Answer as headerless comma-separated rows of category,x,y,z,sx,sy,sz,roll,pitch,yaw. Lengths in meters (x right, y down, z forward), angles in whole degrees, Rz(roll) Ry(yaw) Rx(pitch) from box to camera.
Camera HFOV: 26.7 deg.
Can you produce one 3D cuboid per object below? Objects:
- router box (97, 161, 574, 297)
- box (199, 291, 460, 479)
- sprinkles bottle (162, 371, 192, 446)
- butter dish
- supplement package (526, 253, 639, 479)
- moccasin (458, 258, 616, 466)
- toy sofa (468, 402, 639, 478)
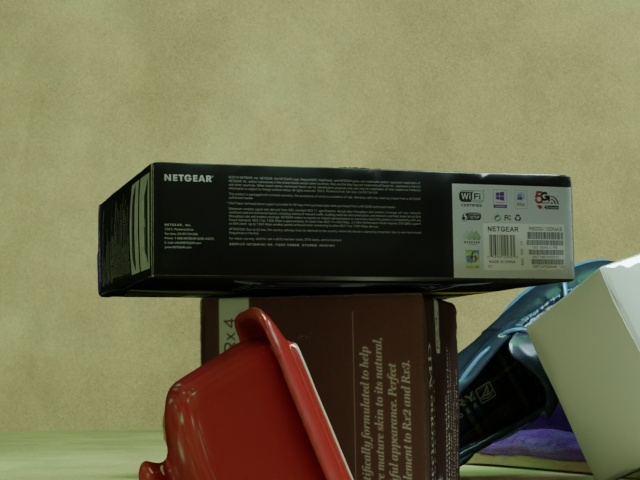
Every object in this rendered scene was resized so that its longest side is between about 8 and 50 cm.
router box,0.000,0.000,1.026,0.309,0.081,0.243,1,-6,-18
box,0.014,0.128,1.045,0.167,0.168,0.203,-2,-5,12
sprinkles bottle,-0.042,0.208,1.579,0.121,0.121,0.355,-3,-6,26
butter dish,-0.056,0.134,0.842,0.118,0.159,0.160,-23,-2,-11
supplement package,0.383,0.090,1.288,0.293,0.175,0.177,-17,-16,-22
moccasin,0.216,0.149,1.407,0.342,0.137,0.117,-39,13,-11
toy sofa,0.318,0.185,1.544,0.177,0.150,0.362,4,-7,-28
